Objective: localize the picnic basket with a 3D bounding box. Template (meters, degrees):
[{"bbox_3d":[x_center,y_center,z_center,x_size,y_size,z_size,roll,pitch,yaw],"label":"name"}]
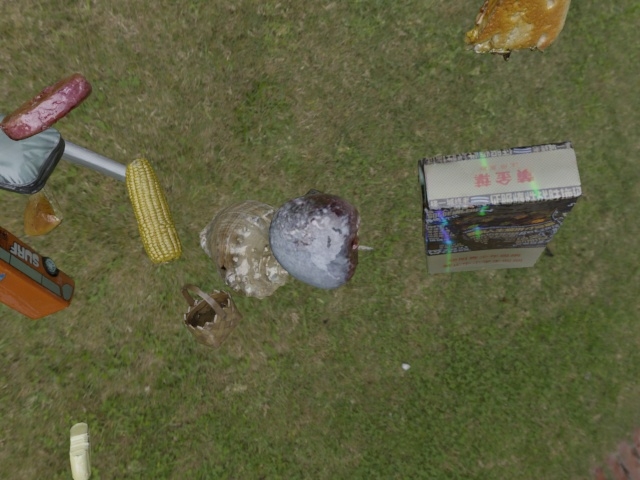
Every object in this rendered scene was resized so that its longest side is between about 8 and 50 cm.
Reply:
[{"bbox_3d":[-0.300,0.180,1.208,0.138,0.128,0.178,-52,129,-36],"label":"picnic basket"}]

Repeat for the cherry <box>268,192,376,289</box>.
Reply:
[{"bbox_3d":[0.000,0.000,1.226,0.296,0.218,0.255,11,121,19],"label":"cherry"}]

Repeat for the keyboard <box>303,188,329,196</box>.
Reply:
[{"bbox_3d":[-0.017,-0.132,1.391,0.053,0.155,0.010,-45,115,-7],"label":"keyboard"}]

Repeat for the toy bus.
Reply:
[{"bbox_3d":[-0.588,0.018,0.788,0.093,0.409,0.092,-21,55,0],"label":"toy bus"}]

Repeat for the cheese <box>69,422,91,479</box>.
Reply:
[{"bbox_3d":[-0.687,0.668,1.316,0.050,0.127,0.256,-4,98,-26],"label":"cheese"}]

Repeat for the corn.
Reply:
[{"bbox_3d":[-0.365,-0.060,0.985,0.080,0.080,0.231,-20,96,-17],"label":"corn"}]

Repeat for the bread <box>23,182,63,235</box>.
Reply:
[{"bbox_3d":[-0.728,-0.063,1.172,0.136,0.154,0.054,-47,150,22],"label":"bread"}]

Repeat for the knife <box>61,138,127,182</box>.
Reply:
[{"bbox_3d":[-0.641,-0.219,1.301,0.265,0.073,0.041,21,60,-25],"label":"knife"}]

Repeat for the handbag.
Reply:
[{"bbox_3d":[-0.768,-0.220,1.010,0.332,0.075,0.192,17,58,-13],"label":"handbag"}]

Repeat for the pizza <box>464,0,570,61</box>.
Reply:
[{"bbox_3d":[0.401,-0.481,0.956,0.289,0.228,0.081,22,43,-51],"label":"pizza"}]

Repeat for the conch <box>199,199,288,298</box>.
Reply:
[{"bbox_3d":[-0.244,0.016,1.416,0.352,0.210,0.297,18,91,10],"label":"conch"}]

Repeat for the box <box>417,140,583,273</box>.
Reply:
[{"bbox_3d":[0.261,-0.032,0.728,0.198,0.310,0.084,-5,69,12],"label":"box"}]

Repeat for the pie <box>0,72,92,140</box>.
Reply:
[{"bbox_3d":[-0.506,-0.247,0.847,0.182,0.182,0.050,-42,126,-13],"label":"pie"}]
